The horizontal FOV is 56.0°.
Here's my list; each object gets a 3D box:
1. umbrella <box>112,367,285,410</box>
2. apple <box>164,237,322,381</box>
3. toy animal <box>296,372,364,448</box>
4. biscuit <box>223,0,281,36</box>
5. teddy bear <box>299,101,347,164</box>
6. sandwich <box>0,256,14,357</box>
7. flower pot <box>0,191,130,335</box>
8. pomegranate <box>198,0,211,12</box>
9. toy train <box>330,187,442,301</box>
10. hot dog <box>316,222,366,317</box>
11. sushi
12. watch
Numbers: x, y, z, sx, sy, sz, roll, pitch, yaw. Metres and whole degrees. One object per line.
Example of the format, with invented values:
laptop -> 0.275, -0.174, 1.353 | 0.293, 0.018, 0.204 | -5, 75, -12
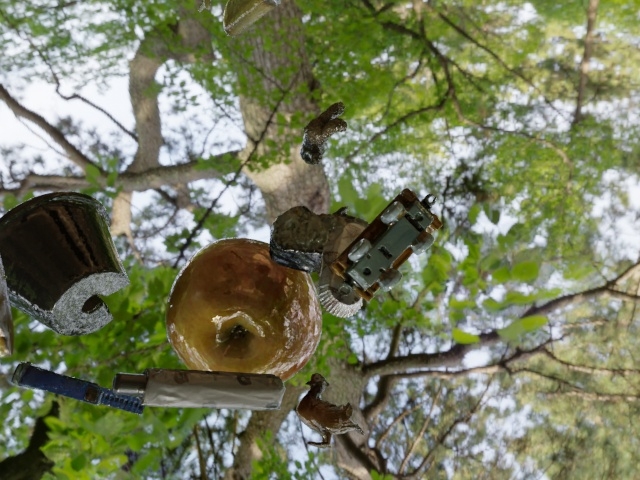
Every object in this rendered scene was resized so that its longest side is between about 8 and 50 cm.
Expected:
umbrella -> -0.229, 0.290, 1.174 | 0.338, 0.073, 0.067 | 10, 179, -26
apple -> -0.186, 0.185, 1.466 | 0.392, 0.391, 0.346 | -7, -165, 4
toy animal -> 0.029, 0.434, 1.520 | 0.188, 0.089, 0.179 | 15, -114, -18
biscuit -> -0.182, -0.696, 1.604 | 0.062, 0.236, 0.291 | 6, 175, -32
teddy bear -> -0.008, -0.234, 1.348 | 0.078, 0.160, 0.119 | 12, -131, -25
sandwich -> -0.367, 0.002, 0.566 | 0.090, 0.244, 0.088 | -16, -157, -12
flower pot -> -0.664, 0.092, 1.558 | 0.379, 0.379, 0.251 | -33, -119, -26
pomegranate -> -0.194, -0.459, 0.946 | 0.152, 0.191, 0.131 | -38, -178, -3
toy train -> 0.105, 0.007, 0.978 | 0.219, 0.089, 0.127 | -47, -174, -5
hot dog -> 0.045, 0.051, 1.077 | 0.099, 0.053, 0.192 | 18, -124, -13
sushi -> 0.000, 0.000, 1.270 | 0.213, 0.115, 0.147 | 5, -120, 1
watch -> -0.632, 0.386, 1.579 | 0.275, 0.276, 0.068 | 9, -110, 12
